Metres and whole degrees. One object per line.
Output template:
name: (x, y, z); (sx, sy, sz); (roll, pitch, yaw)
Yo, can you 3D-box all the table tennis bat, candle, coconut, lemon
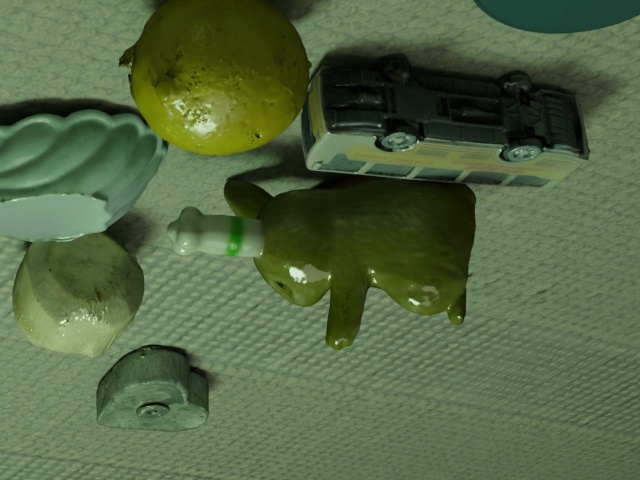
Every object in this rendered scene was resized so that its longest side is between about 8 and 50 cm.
table tennis bat: (0.230, -0.287, 1.734); (0.329, 0.044, 0.215); (8, 150, -31)
candle: (-0.261, 0.231, 2.559); (0.168, 0.068, 0.192); (-14, 148, 14)
coconut: (-0.307, 0.069, 2.151); (0.161, 0.161, 0.162); (3, 152, -19)
lemon: (-0.099, -0.171, 1.732); (0.206, 0.173, 0.173); (-14, 159, -33)

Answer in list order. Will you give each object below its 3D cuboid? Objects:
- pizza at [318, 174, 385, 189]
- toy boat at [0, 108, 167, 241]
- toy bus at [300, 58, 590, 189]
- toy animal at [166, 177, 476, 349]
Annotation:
pizza: (0.066, -0.024, 2.177); (0.185, 0.052, 0.195); (-20, 148, 27)
toy boat: (-0.315, -0.067, 1.951); (0.290, 0.100, 0.199); (-1, 151, -16)
toy bus: (0.141, -0.129, 1.955); (0.342, 0.097, 0.138); (3, 157, -22)
toy animal: (0.008, 0.017, 2.043); (0.362, 0.181, 0.180); (-3, 110, 3)
